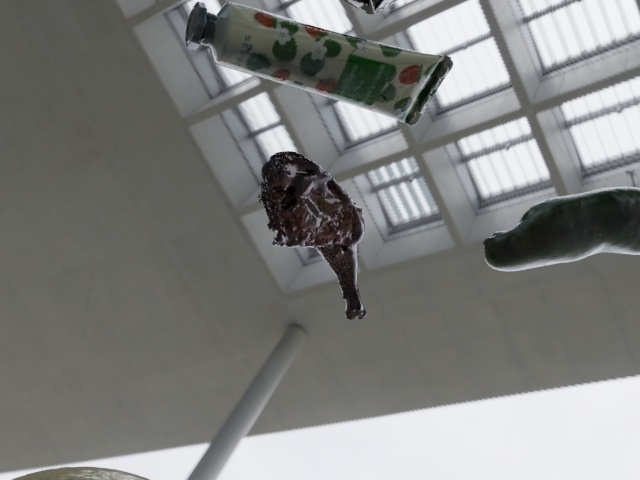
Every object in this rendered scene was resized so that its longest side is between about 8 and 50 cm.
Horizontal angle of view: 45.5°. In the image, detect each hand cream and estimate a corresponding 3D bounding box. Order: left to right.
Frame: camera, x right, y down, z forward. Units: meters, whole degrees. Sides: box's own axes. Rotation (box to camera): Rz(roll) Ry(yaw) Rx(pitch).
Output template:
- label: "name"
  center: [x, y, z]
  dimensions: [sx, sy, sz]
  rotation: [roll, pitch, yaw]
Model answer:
- label: "hand cream"
  center: [0.001, -0.183, 0.780]
  dimensions: [0.275, 0.059, 0.095]
  rotation: [10, -46, -22]

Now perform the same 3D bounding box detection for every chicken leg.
- label: "chicken leg"
  center: [0.003, -0.006, 0.768]
  dimensions: [0.205, 0.093, 0.053]
  rotation: [44, -22, -31]

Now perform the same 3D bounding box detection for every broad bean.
- label: "broad bean"
  center: [0.287, 0.028, 0.667]
  dimensions: [0.291, 0.049, 0.144]
  rotation: [31, -92, -12]

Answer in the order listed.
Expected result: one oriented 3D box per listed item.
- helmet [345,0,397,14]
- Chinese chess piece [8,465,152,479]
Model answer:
- label: "helmet"
  center: [0.082, -0.400, 1.024]
  dimensions: [0.153, 0.107, 0.177]
  rotation: [45, -39, 39]
- label: "Chinese chess piece"
  center: [-0.165, 0.275, 0.491]
  dimensions: [0.249, 0.250, 0.103]
  rotation: [33, -19, 3]
